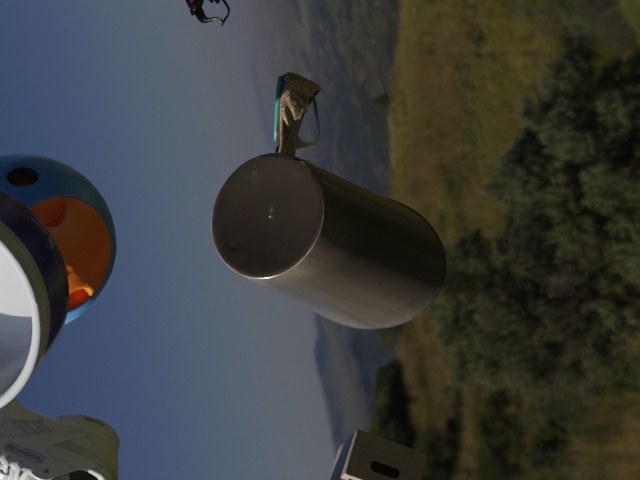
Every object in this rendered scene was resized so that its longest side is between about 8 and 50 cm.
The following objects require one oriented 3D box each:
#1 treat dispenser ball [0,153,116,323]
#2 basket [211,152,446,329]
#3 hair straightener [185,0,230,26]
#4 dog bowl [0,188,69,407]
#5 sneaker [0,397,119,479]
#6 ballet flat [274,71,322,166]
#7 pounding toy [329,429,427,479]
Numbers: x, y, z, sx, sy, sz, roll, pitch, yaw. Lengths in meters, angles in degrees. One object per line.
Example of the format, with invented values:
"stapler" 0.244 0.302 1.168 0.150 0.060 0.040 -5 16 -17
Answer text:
"treat dispenser ball" -0.472 0.005 1.689 0.288 0.288 0.288 165 90 -89
"basket" 0.000 0.000 1.114 0.227 0.204 0.154 25 -101 -61
"hair straightener" -0.199 -0.439 1.716 0.230 0.089 0.047 61 145 18
"dog bowl" -0.420 0.064 1.178 0.104 0.265 0.264 -71 -32 -71
"sneaker" -0.421 0.299 1.481 0.114 0.305 0.152 -63 27 27
"ballet flat" -0.034 -0.119 1.378 0.073 0.067 0.206 123 155 -83
"pounding toy" 0.094 0.356 1.548 0.130 0.141 0.100 119 171 -62
